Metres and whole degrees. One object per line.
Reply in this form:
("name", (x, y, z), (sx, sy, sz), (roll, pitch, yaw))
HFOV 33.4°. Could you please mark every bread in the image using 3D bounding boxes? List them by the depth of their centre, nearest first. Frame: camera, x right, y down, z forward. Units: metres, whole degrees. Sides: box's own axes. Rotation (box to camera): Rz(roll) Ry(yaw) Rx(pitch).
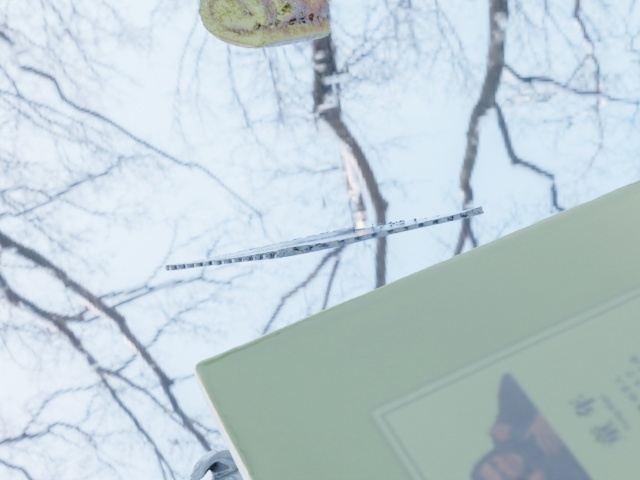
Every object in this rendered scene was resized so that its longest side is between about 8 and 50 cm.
("bread", (-0.077, -0.338, 1.564), (0.132, 0.103, 0.172), (20, -154, 31))

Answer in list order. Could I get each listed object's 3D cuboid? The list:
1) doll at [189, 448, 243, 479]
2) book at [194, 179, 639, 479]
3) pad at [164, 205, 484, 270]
("doll", (-0.034, 0.183, 0.688), (0.062, 0.104, 0.194), (2, -179, 24))
("book", (0.144, 0.082, 0.514), (0.352, 0.035, 0.239), (-22, -127, -15))
("pad", (0.000, 0.000, 1.167), (0.269, 0.012, 0.269), (-12, -178, -33))
